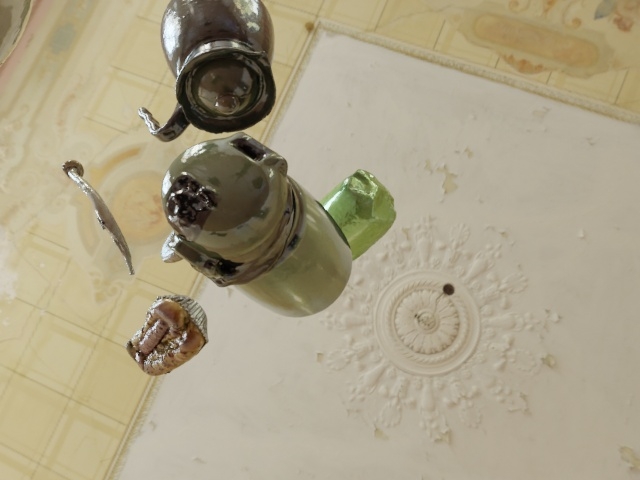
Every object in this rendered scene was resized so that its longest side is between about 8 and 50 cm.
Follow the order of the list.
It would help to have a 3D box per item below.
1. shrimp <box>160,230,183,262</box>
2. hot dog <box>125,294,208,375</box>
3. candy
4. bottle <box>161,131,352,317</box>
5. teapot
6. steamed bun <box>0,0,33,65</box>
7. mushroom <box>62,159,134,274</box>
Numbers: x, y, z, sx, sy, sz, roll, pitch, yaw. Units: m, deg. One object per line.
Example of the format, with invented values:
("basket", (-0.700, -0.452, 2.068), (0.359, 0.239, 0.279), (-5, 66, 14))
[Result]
("shrimp", (-0.277, -0.021, 1.202), (0.195, 0.035, 0.148), (-12, -136, 33))
("hot dog", (-0.303, 0.192, 1.060), (0.131, 0.069, 0.253), (46, -50, -3))
("candy", (0.000, 0.000, 1.086), (0.343, 0.132, 0.142), (-43, -114, 30))
("bottle", (-0.072, -0.008, 0.692), (0.168, 0.347, 0.168), (-5, -109, 15))
("teapot", (-0.221, -0.320, 1.014), (0.305, 0.223, 0.285), (-13, -131, -4))
("steamed bun", (-0.324, -0.222, 0.334), (0.283, 0.283, 0.177), (-8, -129, 5))
("mushroom", (-0.417, -0.061, 1.015), (0.043, 0.068, 0.306), (-39, -119, -6))
